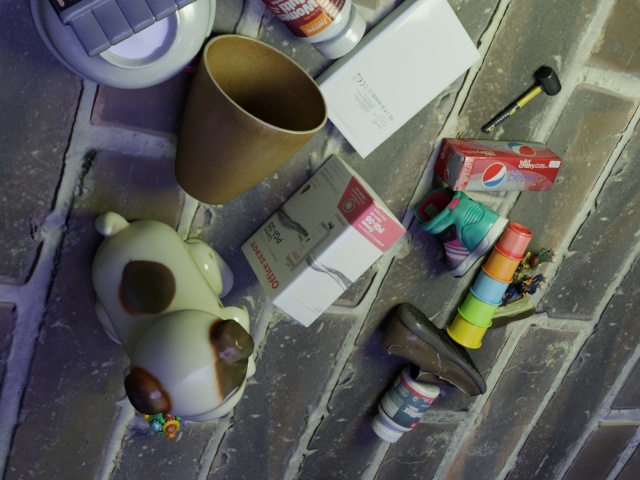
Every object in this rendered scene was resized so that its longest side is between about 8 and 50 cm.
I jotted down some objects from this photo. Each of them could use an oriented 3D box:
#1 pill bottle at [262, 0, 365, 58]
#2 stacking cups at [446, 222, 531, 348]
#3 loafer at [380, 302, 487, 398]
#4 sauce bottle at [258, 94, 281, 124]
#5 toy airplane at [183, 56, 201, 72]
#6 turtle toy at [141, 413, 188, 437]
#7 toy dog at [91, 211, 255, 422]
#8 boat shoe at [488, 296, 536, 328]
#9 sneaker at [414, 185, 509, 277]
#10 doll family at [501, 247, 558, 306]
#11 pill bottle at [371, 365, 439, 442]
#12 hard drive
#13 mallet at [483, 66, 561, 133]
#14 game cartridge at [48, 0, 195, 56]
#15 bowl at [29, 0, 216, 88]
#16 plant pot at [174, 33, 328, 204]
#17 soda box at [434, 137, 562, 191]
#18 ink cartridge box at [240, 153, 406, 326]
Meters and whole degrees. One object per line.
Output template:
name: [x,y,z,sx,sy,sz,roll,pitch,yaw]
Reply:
pill bottle: [-0.024,-0.416,1.527,0.121,0.121,0.221,-44,131,8]
stacking cups: [0.416,0.108,2.154,0.096,0.096,0.316,12,116,-33]
loafer: [0.271,0.286,2.195,0.130,0.134,0.366,-42,122,12]
sauce bottle: [-0.104,-0.215,1.688,0.042,0.042,0.128,8,121,-31]
toy airplane: [-0.262,-0.341,1.523,0.151,0.028,0.151,-10,125,-15]
turtle toy: [-0.328,0.388,1.994,0.130,0.066,0.095,-43,131,8]
toy dog: [-0.253,0.152,1.633,0.284,0.408,0.395,-22,131,-12]
boat shoe: [0.467,0.181,2.268,0.153,0.048,0.056,-17,142,-7]
sneaker: [0.285,-0.024,1.974,0.124,0.178,0.295,-51,175,-21]
doll family: [0.499,0.090,2.189,0.111,0.076,0.193,-15,126,-41]
pill bottle: [0.209,0.417,2.261,0.108,0.108,0.180,18,114,-35]
hard drive: [0.144,-0.324,1.733,0.307,0.040,0.203,-41,131,5]
mallet: [0.432,-0.288,1.913,0.189,0.039,0.062,-43,133,14]
game cartridge: [-0.326,-0.466,1.267,0.230,0.068,0.355,-31,100,-8]
bowl: [-0.298,-0.357,1.402,0.297,0.134,0.298,-9,122,-14]
plant pot: [-0.151,-0.186,1.580,0.237,0.237,0.254,11,134,-32]
soda box: [0.384,-0.163,1.936,0.263,0.092,0.084,-1,123,-27]
ink cartridge box: [0.000,0.000,1.784,0.283,0.207,0.117,-44,130,8]
